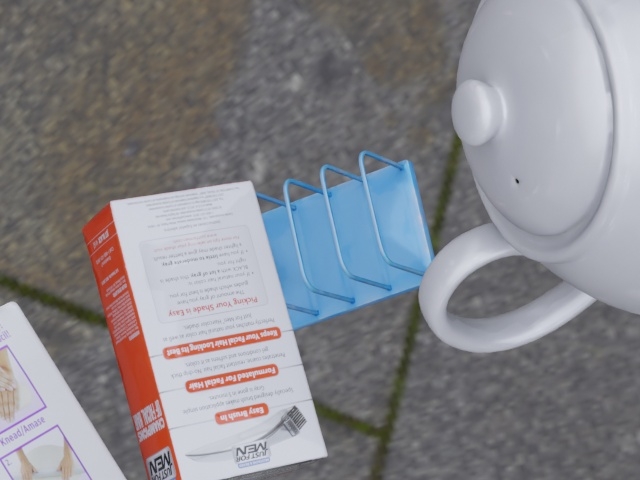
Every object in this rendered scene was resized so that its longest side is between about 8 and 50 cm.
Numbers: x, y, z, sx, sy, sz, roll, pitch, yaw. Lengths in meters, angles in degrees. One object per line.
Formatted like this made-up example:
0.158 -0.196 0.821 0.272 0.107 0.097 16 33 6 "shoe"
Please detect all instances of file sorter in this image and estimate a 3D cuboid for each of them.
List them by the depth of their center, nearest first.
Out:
0.000 0.000 1.790 0.104 0.170 0.118 18 56 -59 "file sorter"

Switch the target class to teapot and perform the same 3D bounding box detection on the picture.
0.152 -0.067 1.014 0.187 0.252 0.256 -8 93 -24 "teapot"

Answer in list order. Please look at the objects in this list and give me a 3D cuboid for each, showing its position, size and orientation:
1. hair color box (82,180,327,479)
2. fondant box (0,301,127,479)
-0.067 0.057 1.119 0.093 0.053 0.167 -9 76 -28 "hair color box"
-0.176 0.232 1.119 0.096 0.238 0.330 -31 88 -47 "fondant box"
